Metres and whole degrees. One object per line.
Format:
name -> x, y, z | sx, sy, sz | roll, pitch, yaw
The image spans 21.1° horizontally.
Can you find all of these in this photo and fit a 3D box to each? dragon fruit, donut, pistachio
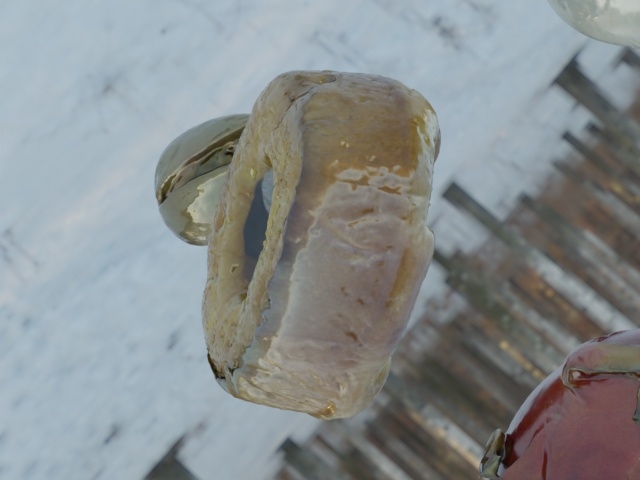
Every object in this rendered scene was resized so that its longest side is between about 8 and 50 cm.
dragon fruit -> 0.256, 0.174, 1.265 | 0.315, 0.250, 0.250 | -53, 171, 33
donut -> 0.000, 0.000, 1.549 | 0.299, 0.150, 0.317 | 167, -68, -69
pistachio -> -0.108, -0.065, 1.815 | 0.185, 0.124, 0.124 | -32, -176, 35

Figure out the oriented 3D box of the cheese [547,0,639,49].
cheese -> 0.271, -0.248, 1.438 | 0.189, 0.154, 0.198 | -8, -133, 27
